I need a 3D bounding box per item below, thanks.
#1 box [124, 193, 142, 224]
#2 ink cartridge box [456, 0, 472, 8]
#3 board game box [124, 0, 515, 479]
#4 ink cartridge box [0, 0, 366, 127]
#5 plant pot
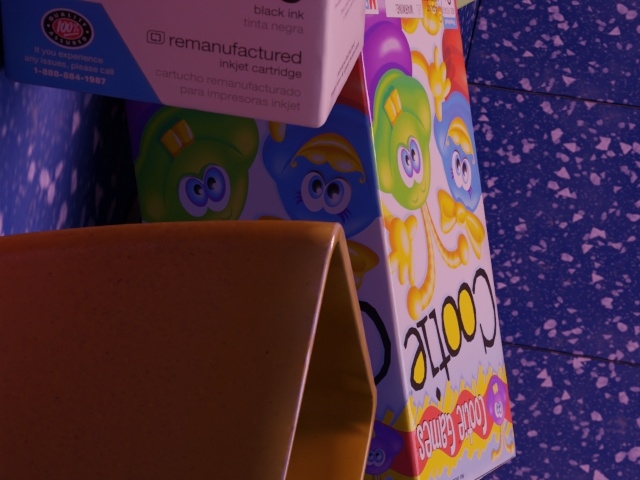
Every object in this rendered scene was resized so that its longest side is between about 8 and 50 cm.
[{"bbox_3d":[-0.077,0.029,1.085,0.183,0.056,0.231,88,15,-49],"label":"box"},{"bbox_3d":[0.073,-0.324,1.188,0.207,0.119,0.353,-30,143,-26],"label":"ink cartridge box"},{"bbox_3d":[0.000,0.000,0.948,0.142,0.144,0.275,-14,96,-64],"label":"board game box"},{"bbox_3d":[-0.055,-0.163,0.728,0.086,0.148,0.203,-66,162,-54],"label":"ink cartridge box"},{"bbox_3d":[-0.095,0.112,0.618,0.212,0.187,0.212,75,26,-68],"label":"plant pot"}]
